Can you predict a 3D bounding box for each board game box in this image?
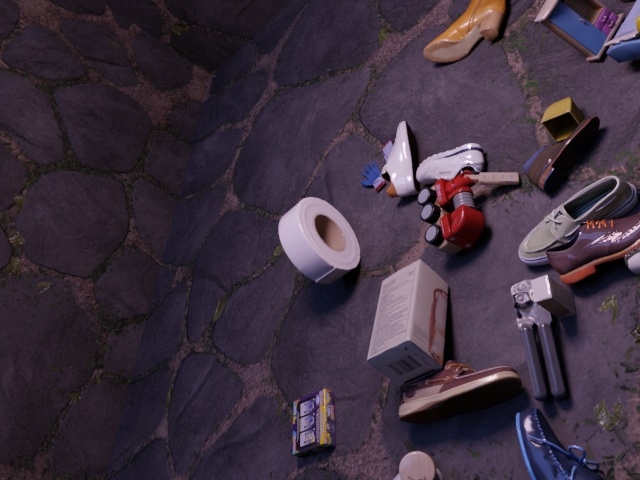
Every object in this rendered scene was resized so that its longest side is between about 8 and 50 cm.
[{"bbox_3d":[-0.020,0.550,1.817,0.141,0.048,0.170,-31,43,34],"label":"board game box"}]

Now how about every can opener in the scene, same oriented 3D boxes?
[{"bbox_3d":[0.496,0.225,1.374,0.076,0.095,0.283,-13,62,19],"label":"can opener"}]

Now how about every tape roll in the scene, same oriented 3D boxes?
[{"bbox_3d":[0.000,0.000,1.985,0.100,0.286,0.286,-37,40,31],"label":"tape roll"}]

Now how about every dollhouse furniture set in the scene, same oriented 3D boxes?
[{"bbox_3d":[0.735,-0.610,1.468,0.286,0.198,0.303,-61,14,1],"label":"dollhouse furniture set"}]

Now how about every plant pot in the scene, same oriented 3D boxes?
[{"bbox_3d":[0.637,-0.324,1.576,0.081,0.081,0.083,-19,40,45],"label":"plant pot"}]

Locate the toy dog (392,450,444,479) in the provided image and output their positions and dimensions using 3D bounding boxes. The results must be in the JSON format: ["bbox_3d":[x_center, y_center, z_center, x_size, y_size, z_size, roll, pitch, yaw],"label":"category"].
[{"bbox_3d":[0.199,0.640,1.369,0.161,0.220,0.333,33,102,25],"label":"toy dog"}]

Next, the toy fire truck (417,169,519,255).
[{"bbox_3d":[0.415,-0.100,1.663,0.246,0.159,0.217,-45,35,40],"label":"toy fire truck"}]

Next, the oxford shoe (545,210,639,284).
[{"bbox_3d":[0.621,-0.009,1.314,0.271,0.098,0.097,-40,-1,28],"label":"oxford shoe"}]

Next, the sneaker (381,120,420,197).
[{"bbox_3d":[0.252,-0.270,1.990,0.123,0.106,0.290,-14,54,26],"label":"sneaker"}]

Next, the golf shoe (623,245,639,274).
[{"bbox_3d":[0.721,0.062,1.160,0.273,0.105,0.120,-4,70,52],"label":"golf shoe"}]

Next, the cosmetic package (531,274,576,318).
[{"bbox_3d":[0.523,0.128,1.354,0.041,0.115,0.060,-28,45,39],"label":"cosmetic package"}]

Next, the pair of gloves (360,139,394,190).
[{"bbox_3d":[0.220,-0.258,2.122,0.198,0.023,0.159,-47,34,17],"label":"pair of gloves"}]

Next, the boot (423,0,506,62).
[{"bbox_3d":[0.498,-0.735,2.054,0.295,0.104,0.211,-11,52,43],"label":"boot"}]

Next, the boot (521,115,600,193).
[{"bbox_3d":[0.608,-0.235,1.542,0.219,0.082,0.106,-55,37,12],"label":"boot"}]

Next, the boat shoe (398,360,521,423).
[{"bbox_3d":[0.322,0.346,1.460,0.342,0.123,0.123,-36,42,42],"label":"boat shoe"}]

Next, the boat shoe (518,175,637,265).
[{"bbox_3d":[0.586,-0.051,1.422,0.302,0.094,0.109,-41,39,27],"label":"boat shoe"}]

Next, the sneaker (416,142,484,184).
[{"bbox_3d":[0.385,-0.209,1.818,0.235,0.090,0.094,-23,58,45],"label":"sneaker"}]

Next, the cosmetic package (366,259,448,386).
[{"bbox_3d":[0.235,0.212,1.583,0.153,0.129,0.296,-36,23,37],"label":"cosmetic package"}]

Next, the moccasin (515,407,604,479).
[{"bbox_3d":[0.493,0.477,1.152,0.117,0.138,0.341,-36,55,26],"label":"moccasin"}]
